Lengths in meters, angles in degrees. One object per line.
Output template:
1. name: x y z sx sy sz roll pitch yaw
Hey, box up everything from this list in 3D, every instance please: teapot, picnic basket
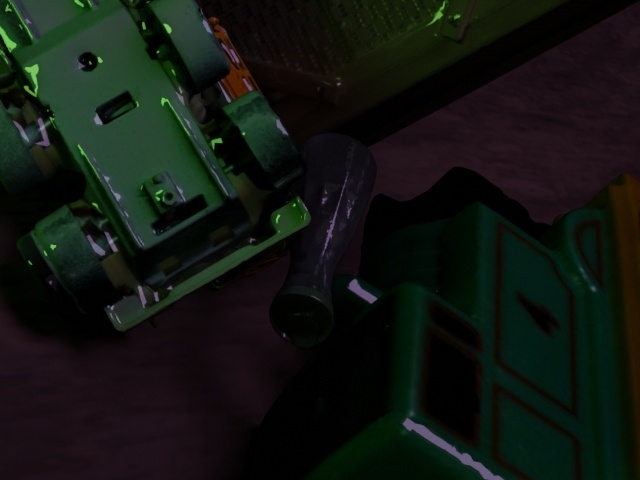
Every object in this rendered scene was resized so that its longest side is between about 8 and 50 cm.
1. teapot: 0.000 0.000 0.929 0.043 0.043 0.110 40 40 -28
2. picnic basket: 0.044 -0.149 1.087 0.139 0.267 0.165 64 22 4

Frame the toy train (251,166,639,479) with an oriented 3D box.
1. toy train: 0.094 0.099 0.978 0.249 0.178 0.429 34 30 -17

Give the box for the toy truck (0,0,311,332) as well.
1. toy truck: -0.118 -0.085 0.911 0.259 0.128 0.135 59 -6 6

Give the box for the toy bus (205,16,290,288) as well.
1. toy bus: -0.062 -0.061 1.008 0.162 0.070 0.074 59 24 7
